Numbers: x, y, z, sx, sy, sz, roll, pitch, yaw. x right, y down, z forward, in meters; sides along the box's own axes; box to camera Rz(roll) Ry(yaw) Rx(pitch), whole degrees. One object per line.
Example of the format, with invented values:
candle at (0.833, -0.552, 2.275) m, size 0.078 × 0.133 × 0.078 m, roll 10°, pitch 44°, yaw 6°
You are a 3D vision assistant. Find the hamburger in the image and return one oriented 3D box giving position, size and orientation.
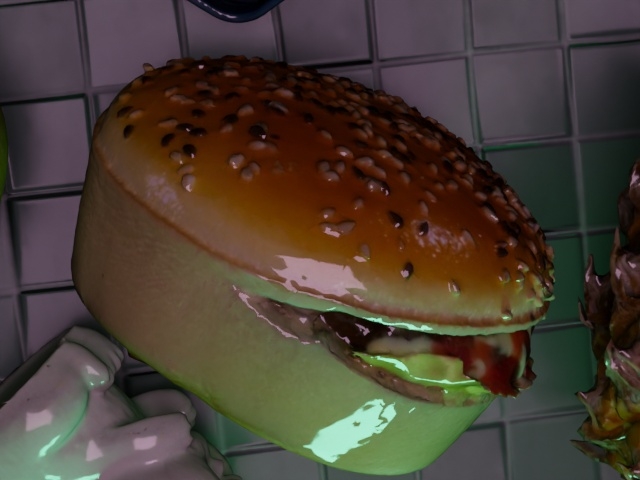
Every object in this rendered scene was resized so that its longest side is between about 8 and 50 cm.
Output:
hamburger at (0.000, 0.000, 1.077) m, size 0.300 × 0.300 × 0.176 m, roll 26°, pitch 108°, yaw -6°

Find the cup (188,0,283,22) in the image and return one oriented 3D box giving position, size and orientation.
cup at (-0.069, -0.223, 1.128) m, size 0.155 × 0.131 × 0.176 m, roll 12°, pitch 122°, yaw 0°

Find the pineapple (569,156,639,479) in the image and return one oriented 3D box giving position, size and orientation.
pineapple at (0.316, 0.048, 1.085) m, size 0.352 × 0.352 × 0.300 m, roll 16°, pitch 106°, yaw -5°

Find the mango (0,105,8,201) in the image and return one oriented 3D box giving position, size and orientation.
mango at (-0.364, -0.030, 1.070) m, size 0.365 × 0.182 × 0.253 m, roll -19°, pitch 106°, yaw -17°

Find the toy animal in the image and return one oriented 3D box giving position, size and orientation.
toy animal at (-0.149, 0.164, 1.164) m, size 0.178 × 0.127 × 0.193 m, roll -34°, pitch 99°, yaw 4°
